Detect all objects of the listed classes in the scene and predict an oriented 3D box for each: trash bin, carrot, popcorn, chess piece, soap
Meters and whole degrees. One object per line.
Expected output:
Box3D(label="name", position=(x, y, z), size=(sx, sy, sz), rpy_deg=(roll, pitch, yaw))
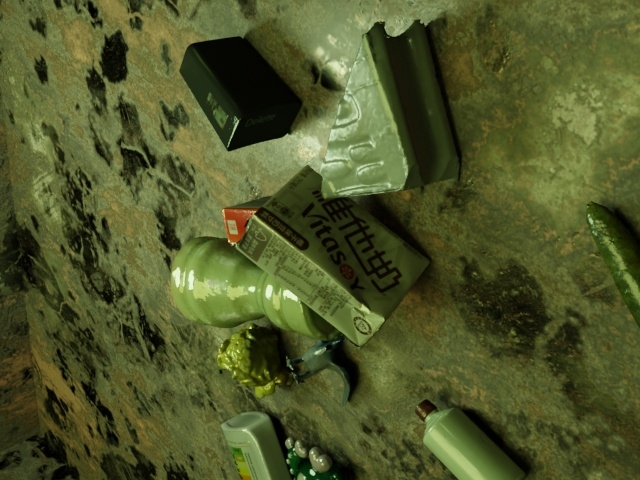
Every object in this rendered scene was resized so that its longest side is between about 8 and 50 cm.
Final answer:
Box3D(label="trash bin", position=(-0.179, -0.324, 1.690), size=(0.225, 0.165, 0.115), rpy_deg=(55, 141, 18))
Box3D(label="carrot", position=(0.500, 0.096, 1.185), size=(0.358, 0.074, 0.074), rpy_deg=(60, 141, 10))
Box3D(label="popcorn", position=(-0.161, 0.314, 1.997), size=(0.174, 0.168, 0.195), rpy_deg=(-27, 100, 15))
Box3D(label="chess piece", position=(-0.128, 0.115, 1.824), size=(0.442, 0.234, 0.233), rpy_deg=(6, 113, 42))
Box3D(label="soap", position=(0.092, -0.226, 1.433), size=(0.258, 0.159, 0.302), rpy_deg=(-2, 106, 52))

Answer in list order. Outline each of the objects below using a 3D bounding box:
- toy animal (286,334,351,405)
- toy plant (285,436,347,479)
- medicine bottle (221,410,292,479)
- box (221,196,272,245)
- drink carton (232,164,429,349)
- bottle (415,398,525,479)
Box3D(label="toy animal", position=(0.009, 0.277, 1.849), size=(0.239, 0.176, 0.255), rpy_deg=(62, 176, 11))
Box3D(label="toy plant", position=(-0.003, 0.620, 2.006), size=(0.243, 0.113, 0.232), rpy_deg=(2, 115, 55))
Box3D(label="medicine bottle", position=(-0.161, 0.650, 2.200), size=(0.179, 0.124, 0.324), rpy_deg=(-9, 103, 51))
Box3D(label="box", position=(-0.115, -0.041, 1.780), size=(0.182, 0.133, 0.099), rpy_deg=(3, 109, 47))
Box3D(label="drink carton", position=(0.023, 0.024, 1.530), size=(0.325, 0.194, 0.132), rpy_deg=(39, 142, 4))
Box3D(label="bottle", position=(0.286, 0.415, 1.570), size=(0.245, 0.104, 0.104), rpy_deg=(43, 136, 26))
